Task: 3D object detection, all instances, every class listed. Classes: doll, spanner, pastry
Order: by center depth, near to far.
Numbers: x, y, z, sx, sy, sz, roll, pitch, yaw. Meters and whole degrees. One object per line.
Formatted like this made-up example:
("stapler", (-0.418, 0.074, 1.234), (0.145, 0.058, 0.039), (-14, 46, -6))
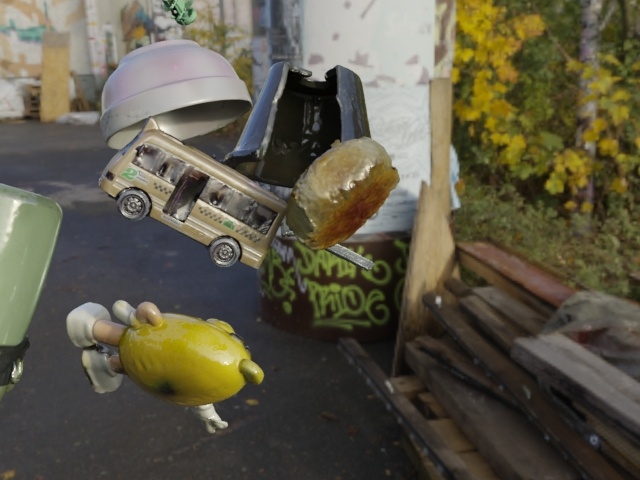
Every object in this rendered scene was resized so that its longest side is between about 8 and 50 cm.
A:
("pastry", (0.029, -0.074, 1.090), (0.093, 0.192, 0.182), (47, 1, 17))
("doll", (-0.318, 0.246, 1.394), (0.423, 0.348, 0.161), (25, 48, 7))
("spanner", (0.000, 0.000, 1.930), (0.326, 0.026, 0.093), (27, 57, -2))

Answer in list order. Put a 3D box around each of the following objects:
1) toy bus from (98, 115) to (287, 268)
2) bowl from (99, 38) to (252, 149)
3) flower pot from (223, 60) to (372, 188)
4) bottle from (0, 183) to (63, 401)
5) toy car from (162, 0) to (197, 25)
("toy bus", (-0.207, -0.074, 1.161), (0.290, 0.157, 0.139), (29, 2, -17))
("bowl", (-0.285, -0.283, 1.336), (0.287, 0.143, 0.287), (-17, -1, 0))
("flower pot", (-0.025, -0.260, 1.643), (0.380, 0.251, 0.379), (4, -6, 0))
("bottle", (-0.507, 0.089, 1.054), (0.169, 0.346, 0.168), (12, -5, 1))
("toy car", (-0.233, -0.429, 1.172), (0.054, 0.143, 0.073), (-4, -28, 19))
